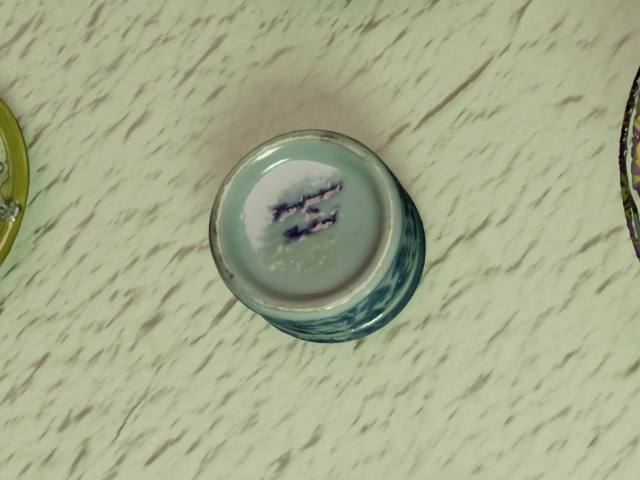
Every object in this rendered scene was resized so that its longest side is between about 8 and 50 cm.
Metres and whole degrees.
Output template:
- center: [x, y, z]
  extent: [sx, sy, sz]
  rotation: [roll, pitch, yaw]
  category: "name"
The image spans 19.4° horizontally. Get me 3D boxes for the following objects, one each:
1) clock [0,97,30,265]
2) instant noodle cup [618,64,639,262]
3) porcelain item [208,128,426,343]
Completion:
- center: [-0.338, -0.031, 1.524]
  extent: [0.237, 0.057, 0.237]
  rotation: [-4, 71, 13]
  category: "clock"
- center: [0.376, -0.019, 1.222]
  extent: [0.340, 0.266, 0.339]
  rotation: [-4, 73, 14]
  category: "instant noodle cup"
- center: [0.000, 0.000, 1.394]
  extent: [0.147, 0.114, 0.147]
  rotation: [-3, 75, 13]
  category: "porcelain item"
